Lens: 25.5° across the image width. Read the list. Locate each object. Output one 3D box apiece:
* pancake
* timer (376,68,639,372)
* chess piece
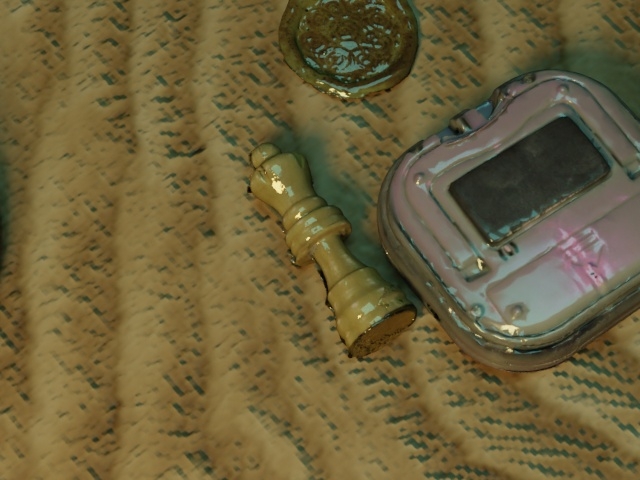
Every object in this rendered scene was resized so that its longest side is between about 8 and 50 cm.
[{"bbox_3d":[0.022,-0.159,1.097,0.115,0.011,0.114,-1,69,4],"label":"pancake"},{"bbox_3d":[0.155,-0.019,1.011,0.208,0.069,0.190,-35,70,-9],"label":"timer"},{"bbox_3d":[0.000,0.000,1.019,0.060,0.060,0.172,-31,69,-9],"label":"chess piece"}]
